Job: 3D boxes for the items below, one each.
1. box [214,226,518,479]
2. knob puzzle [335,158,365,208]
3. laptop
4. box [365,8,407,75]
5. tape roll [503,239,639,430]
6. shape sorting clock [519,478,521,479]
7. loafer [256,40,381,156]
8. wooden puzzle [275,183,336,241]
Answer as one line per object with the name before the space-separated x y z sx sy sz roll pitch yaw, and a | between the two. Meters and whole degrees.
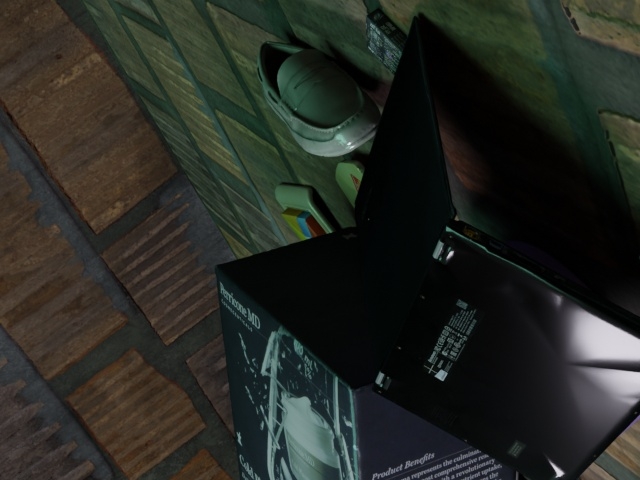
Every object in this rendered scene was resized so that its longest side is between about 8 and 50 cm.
box | 0.071 0.293 1.823 0.480 0.297 0.471 35 134 55
knob puzzle | 0.089 -0.058 1.727 0.213 0.030 0.213 49 168 15
laptop | 0.193 0.032 1.277 0.408 0.236 0.382 29 148 9
box | 0.086 -0.221 1.311 0.083 0.018 0.067 48 167 21
tape roll | 0.283 0.134 1.410 0.275 0.090 0.275 50 166 16
shape sorting clock | 0.383 0.507 2.183 0.206 0.040 0.206 50 167 16
loafer | -0.014 -0.198 1.516 0.111 0.112 0.319 58 170 -28
wooden puzzle | 0.000 0.000 2.180 0.238 0.044 0.221 56 168 -15
